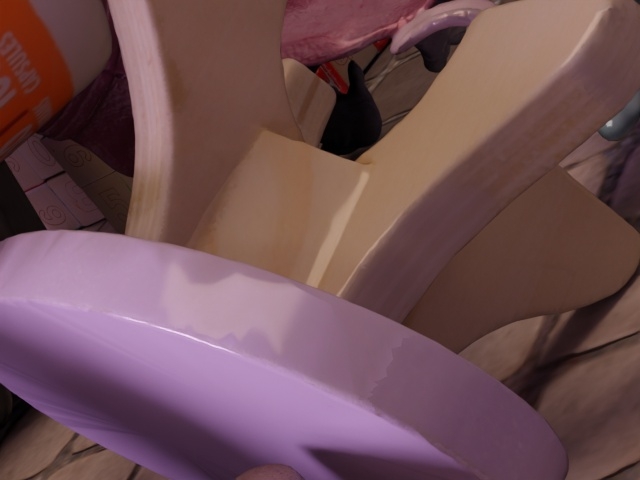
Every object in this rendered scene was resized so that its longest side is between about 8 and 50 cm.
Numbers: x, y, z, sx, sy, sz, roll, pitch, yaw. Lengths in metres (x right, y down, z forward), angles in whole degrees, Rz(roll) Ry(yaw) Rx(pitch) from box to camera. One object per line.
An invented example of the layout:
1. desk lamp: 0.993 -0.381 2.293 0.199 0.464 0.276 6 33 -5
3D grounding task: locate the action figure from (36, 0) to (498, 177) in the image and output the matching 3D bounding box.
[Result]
1. action figure: -0.126 -0.087 0.920 0.248 0.370 0.275 -70 28 24

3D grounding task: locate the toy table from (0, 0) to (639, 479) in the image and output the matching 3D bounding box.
1. toy table: 0.000 0.000 0.649 0.274 0.252 0.161 6 62 47

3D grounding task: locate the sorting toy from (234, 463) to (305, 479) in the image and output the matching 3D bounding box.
1. sorting toy: -0.125 0.181 0.477 0.229 0.041 0.307 -54 -7 25

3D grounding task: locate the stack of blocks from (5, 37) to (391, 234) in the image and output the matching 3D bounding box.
1. stack of blocks: -0.104 -0.092 1.270 0.297 0.087 0.171 -19 26 46

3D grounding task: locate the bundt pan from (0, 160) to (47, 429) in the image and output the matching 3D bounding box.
1. bundt pan: -0.282 0.083 1.129 0.331 0.124 0.331 -35 18 13

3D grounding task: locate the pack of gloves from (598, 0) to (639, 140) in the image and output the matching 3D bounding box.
1. pack of gloves: 0.165 -0.112 0.774 0.195 0.046 0.232 -5 33 28

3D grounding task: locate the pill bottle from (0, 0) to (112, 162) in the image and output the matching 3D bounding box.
1. pill bottle: -0.288 -0.024 0.676 0.392 0.224 0.224 -43 18 -12
